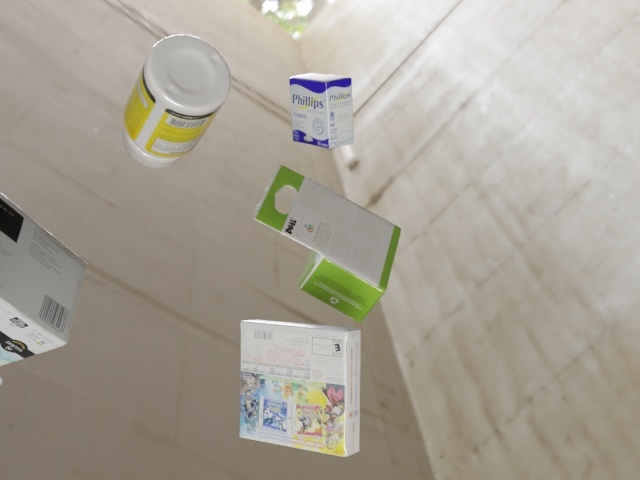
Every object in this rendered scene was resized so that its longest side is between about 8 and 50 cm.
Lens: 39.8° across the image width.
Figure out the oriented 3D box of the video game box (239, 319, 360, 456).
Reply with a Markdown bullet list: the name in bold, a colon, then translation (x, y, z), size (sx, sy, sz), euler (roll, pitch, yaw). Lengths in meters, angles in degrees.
- **video game box**: translation (-0.033, 0.220, 1.351), size (0.205, 0.187, 0.048), euler (2, 179, 35)

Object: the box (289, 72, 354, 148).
- **box**: translation (0.002, -0.267, 1.811), size (0.072, 0.137, 0.126), euler (-16, -158, -36)

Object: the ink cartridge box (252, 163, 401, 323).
- **ink cartridge box**: translation (0.000, 0.000, 1.557), size (0.255, 0.097, 0.189), euler (29, -142, -6)

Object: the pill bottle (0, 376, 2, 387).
- **pill bottle**: translation (-0.400, 0.085, 0.745), size (0.245, 0.136, 0.136), euler (43, -167, -20)

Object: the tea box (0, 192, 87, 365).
- **tea box**: translation (-0.718, 0.084, 1.788), size (0.329, 0.323, 0.220), euler (48, -147, -41)

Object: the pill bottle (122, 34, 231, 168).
- **pill bottle**: translation (-0.212, -0.189, 1.255), size (0.119, 0.208, 0.119), euler (9, -113, -22)
